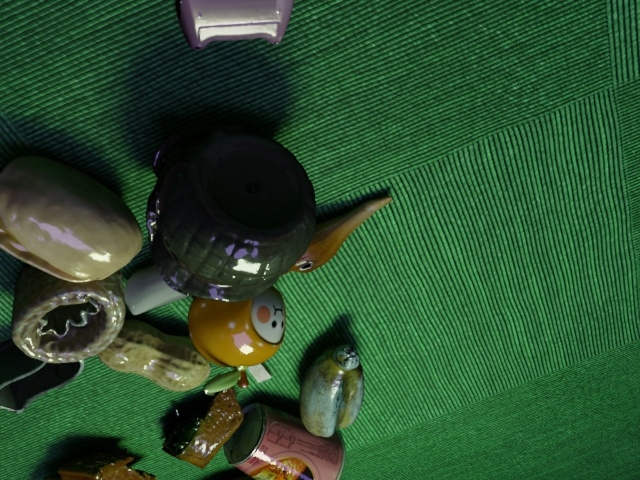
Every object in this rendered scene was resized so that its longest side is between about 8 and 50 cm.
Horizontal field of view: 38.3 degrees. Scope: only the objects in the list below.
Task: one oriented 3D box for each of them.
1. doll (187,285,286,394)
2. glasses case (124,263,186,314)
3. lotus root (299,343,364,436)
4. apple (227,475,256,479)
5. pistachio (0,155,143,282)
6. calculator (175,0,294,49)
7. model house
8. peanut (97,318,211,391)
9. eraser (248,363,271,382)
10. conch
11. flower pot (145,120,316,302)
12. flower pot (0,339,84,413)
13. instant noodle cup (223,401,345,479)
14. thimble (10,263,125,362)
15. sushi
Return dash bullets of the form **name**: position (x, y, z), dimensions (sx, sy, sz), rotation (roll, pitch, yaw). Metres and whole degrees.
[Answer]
- **doll**: position (-0.171, 0.198, 1.889), dimensions (0.213, 0.236, 0.213), rotation (0, 171, 0)
- **glasses case**: position (-0.244, 0.058, 1.809), dimensions (0.308, 0.083, 0.128), rotation (-22, 173, 29)
- **lotus root**: position (0.028, 0.340, 2.209), dimensions (0.158, 0.140, 0.322), rotation (-18, 138, -27)
- **apple**: position (-0.201, 0.777, 2.546), dimensions (0.264, 0.264, 0.264), rotation (-10, 140, -9)
- **pistachio**: position (-0.445, -0.035, 1.597), dimensions (0.187, 0.188, 0.299), rotation (-39, 130, 24)
- **calculator**: position (-0.122, -0.407, 1.370), dimensions (0.194, 0.043, 0.294), rotation (-6, 138, -12)
- **model house**: position (-0.569, 0.608, 2.291), dimensions (0.199, 0.220, 0.229), rotation (11, 147, 34)
- **peanut**: position (-0.354, 0.246, 1.965), dimensions (0.298, 0.136, 0.120), rotation (25, 91, -37)
- **eraser**: position (-0.149, 0.308, 2.198), dimensions (0.038, 0.019, 0.083), rotation (-20, 140, 6)
- **conch**: position (0.001, 0.004, 1.845), dimensions (0.330, 0.093, 0.109), rotation (-23, 133, 6)
- **flower pot**: position (-0.161, -0.055, 1.587), dimensions (0.301, 0.302, 0.213), rotation (5, 148, -24)
- **flower pot**: position (-0.592, 0.255, 1.913), dimensions (0.229, 0.108, 0.103), rotation (-32, 138, 16)
- **instant noodle cup**: position (-0.102, 0.530, 2.330), dimensions (0.255, 0.244, 0.244), rotation (32, 120, -32)
- **thimble**: position (-0.484, 0.119, 1.769), dimensions (0.196, 0.148, 0.229), rotation (16, 128, -31)
- **sushi**: position (-0.299, 0.463, 2.241), dimensions (0.149, 0.140, 0.287), rotation (-29, 160, -52)
